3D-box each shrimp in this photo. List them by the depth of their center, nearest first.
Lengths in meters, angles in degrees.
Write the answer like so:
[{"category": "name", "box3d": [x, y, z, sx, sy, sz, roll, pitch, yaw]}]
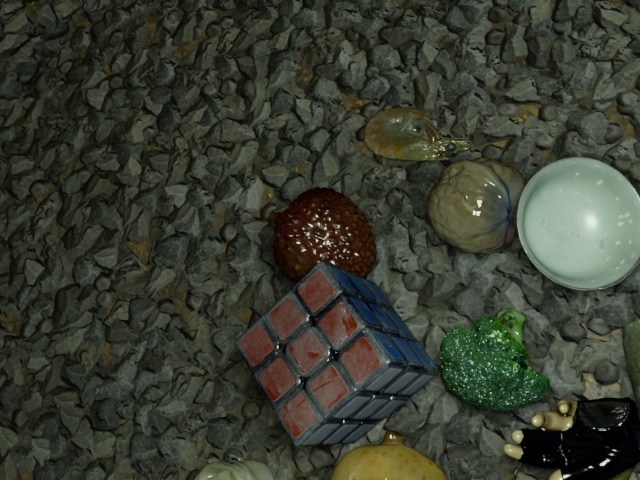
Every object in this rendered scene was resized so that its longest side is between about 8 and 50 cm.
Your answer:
[{"category": "shrimp", "box3d": [0.266, -0.291, 2.033, 0.317, 0.077, 0.168, 10, 72, 26]}]

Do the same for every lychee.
[{"category": "lychee", "box3d": [0.000, 0.000, 1.909, 0.304, 0.276, 0.276, 24, 80, 13]}]

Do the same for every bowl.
[{"category": "bowl", "box3d": [0.589, -0.027, 1.759, 0.313, 0.146, 0.314, 1, 79, -7]}]

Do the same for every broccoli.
[{"category": "broccoli", "box3d": [0.395, 0.270, 1.719, 0.269, 0.269, 0.254, -35, 106, 4]}]

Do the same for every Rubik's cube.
[{"category": "Rubik's cube", "box3d": [0.042, 0.275, 1.750, 0.303, 0.301, 0.305, -41, 60, 14]}]

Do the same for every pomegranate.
[{"category": "pomegranate", "box3d": [0.150, 0.592, 1.642, 0.307, 0.307, 0.308, -7, 69, 17]}]

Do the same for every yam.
[{"category": "yam", "box3d": [0.738, 0.274, 1.601, 0.153, 0.154, 0.255, -12, 61, 15]}]

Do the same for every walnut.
[{"category": "walnut", "box3d": [0.386, -0.089, 1.832, 0.248, 0.248, 0.249, -7, 69, 17]}]

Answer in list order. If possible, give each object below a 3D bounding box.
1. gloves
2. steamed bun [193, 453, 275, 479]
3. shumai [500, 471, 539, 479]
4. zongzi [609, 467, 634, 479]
[{"category": "gloves", "box3d": [0.548, 0.438, 1.609, 0.300, 0.152, 0.197, 2, 56, -6]}, {"category": "steamed bun", "box3d": [-0.233, 0.633, 1.826, 0.217, 0.144, 0.211, 4, 72, 20]}, {"category": "shumai", "box3d": [0.430, 0.658, 1.555, 0.346, 0.217, 0.283, -5, 50, 43]}, {"category": "zongzi", "box3d": [0.615, 0.581, 1.587, 0.176, 0.078, 0.160, -19, 71, 3]}]
